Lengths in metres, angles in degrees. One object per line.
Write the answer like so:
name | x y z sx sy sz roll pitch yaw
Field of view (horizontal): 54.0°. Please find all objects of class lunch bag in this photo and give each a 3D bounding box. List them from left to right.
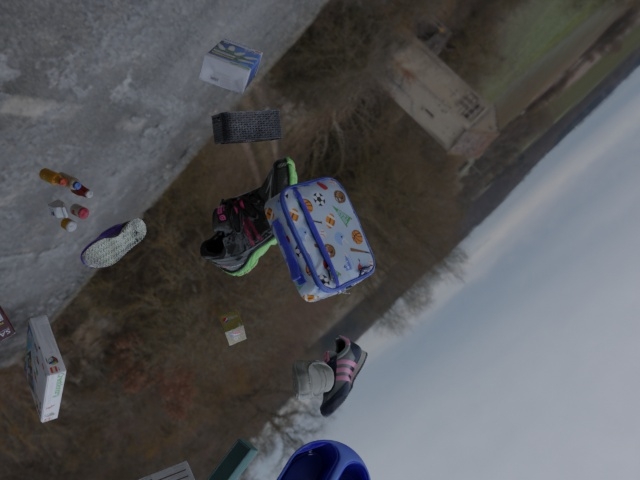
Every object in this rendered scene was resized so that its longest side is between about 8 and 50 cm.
lunch bag | 0.000 0.000 1.573 0.243 0.303 0.115 -18 171 -46

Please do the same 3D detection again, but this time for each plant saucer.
plant saucer | -0.204 0.484 1.256 0.192 0.018 0.067 -50 -148 -17

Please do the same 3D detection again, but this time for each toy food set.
toy food set | -0.793 -0.128 2.001 0.111 0.105 0.232 -38 137 -39

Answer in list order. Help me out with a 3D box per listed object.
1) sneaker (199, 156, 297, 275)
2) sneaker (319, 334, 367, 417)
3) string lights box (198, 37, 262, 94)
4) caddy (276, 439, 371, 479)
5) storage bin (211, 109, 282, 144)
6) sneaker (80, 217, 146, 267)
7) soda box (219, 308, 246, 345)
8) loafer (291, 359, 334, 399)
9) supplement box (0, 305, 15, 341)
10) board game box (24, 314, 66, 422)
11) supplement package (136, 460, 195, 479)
sneaker | -0.227 -0.068 1.976 0.202 0.185 0.482 20 125 -28
sneaker | 0.044 0.437 2.049 0.112 0.131 0.319 -46 -175 34
string lights box | -0.263 -0.523 1.875 0.259 0.134 0.076 -82 -167 -62
caddy | -0.018 0.689 1.630 0.341 0.241 0.179 -54 175 -27
storage bin | -0.212 -0.327 1.814 0.180 0.084 0.122 -8 -173 -26
sneaker | -0.787 0.018 2.322 0.146 0.102 0.293 -6 -157 33
soda box | -0.274 0.275 1.973 0.061 0.058 0.181 -21 161 -11
loafer | -0.018 0.389 1.791 0.112 0.111 0.319 -6 175 4
supplement box | -0.740 0.101 1.318 0.073 0.239 0.130 -31 -159 -26
board game box | -0.814 0.382 1.847 0.053 0.193 0.305 -12 148 -35
supplement package | -0.455 0.781 1.779 0.204 0.145 0.261 -14 140 -29
